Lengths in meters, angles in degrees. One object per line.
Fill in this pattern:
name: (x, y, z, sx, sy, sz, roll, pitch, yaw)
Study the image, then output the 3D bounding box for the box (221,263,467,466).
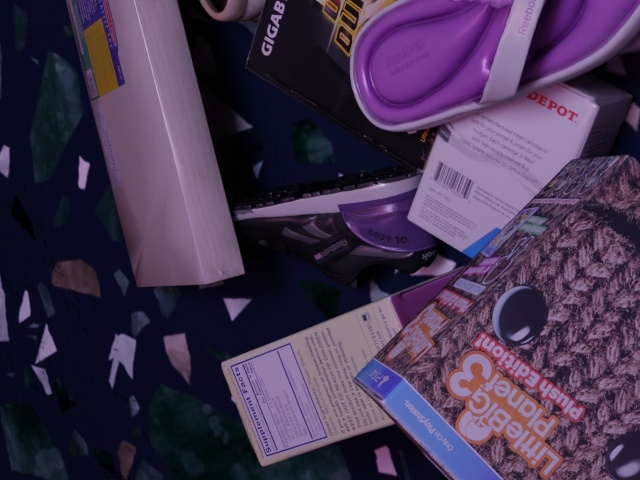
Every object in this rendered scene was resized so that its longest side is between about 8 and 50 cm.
box: (0.065, 0.121, 1.347, 0.243, 0.214, 0.117, -24, 86, 39)

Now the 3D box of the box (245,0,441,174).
box: (0.076, -0.267, 1.333, 0.257, 0.079, 0.322, 34, 120, 26)

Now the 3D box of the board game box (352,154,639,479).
board game box: (0.218, 0.108, 1.130, 0.291, 0.141, 0.232, -45, 96, -4)

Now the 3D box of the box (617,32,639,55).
box: (0.319, -0.264, 1.110, 0.182, 0.119, 0.180, -12, 93, 39)

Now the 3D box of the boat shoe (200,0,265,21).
boat shoe: (-0.131, -0.385, 1.453, 0.109, 0.098, 0.302, -20, 88, 40)

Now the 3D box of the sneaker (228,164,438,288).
sneaker: (0.000, 0.000, 1.445, 0.283, 0.107, 0.124, -6, 103, 39)

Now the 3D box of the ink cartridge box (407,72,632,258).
ink cartridge box: (0.192, -0.080, 1.279, 0.148, 0.086, 0.203, 34, 119, 28)

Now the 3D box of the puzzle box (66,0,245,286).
puzzle box: (-0.203, -0.148, 1.528, 0.272, 0.052, 0.408, -4, 100, 67)

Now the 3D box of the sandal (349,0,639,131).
sandal: (0.148, -0.196, 1.139, 0.416, 0.102, 0.169, -36, 76, 50)
